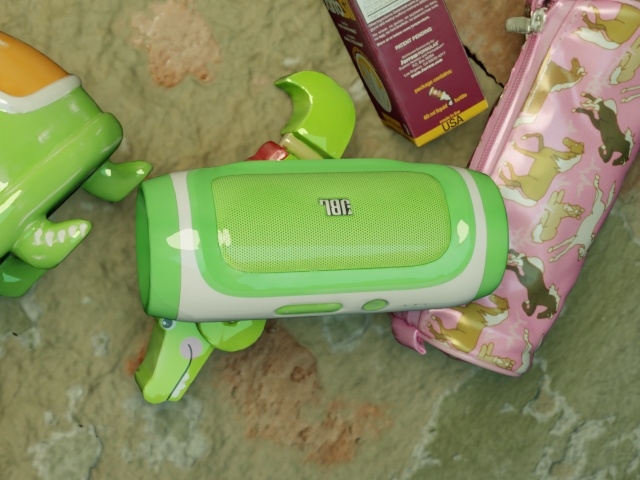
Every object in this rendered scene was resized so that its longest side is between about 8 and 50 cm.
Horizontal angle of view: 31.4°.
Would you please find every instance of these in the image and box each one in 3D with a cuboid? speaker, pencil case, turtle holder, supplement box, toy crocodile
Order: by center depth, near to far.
[{"bbox_3d":[-0.319,-0.039,0.928,0.227,0.243,0.320,46,130,-10],"label":"turtle holder"},{"bbox_3d":[0.000,0.000,0.950,0.296,0.131,0.131,-2,108,-15],"label":"speaker"},{"bbox_3d":[0.069,-0.193,1.045,0.080,0.104,0.188,-30,113,-6],"label":"supplement box"},{"bbox_3d":[-0.074,0.000,1.058,0.105,0.115,0.340,34,92,-19],"label":"toy crocodile"},{"bbox_3d":[0.204,-0.056,1.104,0.167,0.160,0.386,22,101,2],"label":"pencil case"}]
